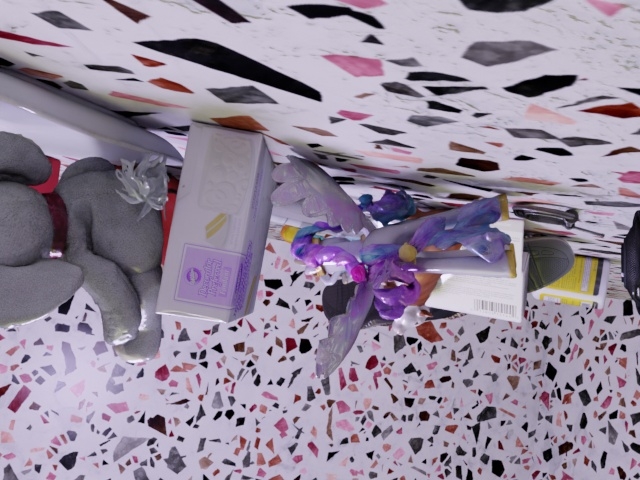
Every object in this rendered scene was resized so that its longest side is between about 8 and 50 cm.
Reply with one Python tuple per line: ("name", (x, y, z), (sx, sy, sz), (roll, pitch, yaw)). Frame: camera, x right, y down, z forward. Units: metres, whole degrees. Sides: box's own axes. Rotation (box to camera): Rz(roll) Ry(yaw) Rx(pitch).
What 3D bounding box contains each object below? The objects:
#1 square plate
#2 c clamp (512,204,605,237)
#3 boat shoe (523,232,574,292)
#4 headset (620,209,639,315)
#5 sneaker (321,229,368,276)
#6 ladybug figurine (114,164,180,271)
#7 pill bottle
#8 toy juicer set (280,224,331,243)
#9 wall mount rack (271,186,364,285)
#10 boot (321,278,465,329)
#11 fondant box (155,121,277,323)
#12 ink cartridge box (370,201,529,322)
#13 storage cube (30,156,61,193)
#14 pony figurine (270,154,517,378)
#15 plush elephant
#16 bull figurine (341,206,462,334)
("square plate", (-0.401, -0.161, 0.924), (0.344, 0.049, 0.347), (9, 176, 26))
("c clamp", (0.364, -0.035, 1.126), (0.137, 0.022, 0.160), (14, 180, 24))
("boat shoe", (0.366, 0.051, 1.510), (0.320, 0.118, 0.103), (-23, -161, 36))
("headset", (0.457, 0.001, 0.832), (0.243, 0.185, 0.394), (1, -173, 43))
("sneaker", (0.146, 0.028, 1.920), (0.365, 0.135, 0.150), (-3, 173, 13))
("ladybug figurine", (-0.312, -0.024, 1.429), (0.305, 0.162, 0.449), (53, -179, 5))
("pill bottle", (0.568, 0.089, 1.734), (0.208, 0.119, 0.119), (9, 176, 19))
("toy juicer set", (0.000, 0.000, 2.240), (0.209, 0.090, 0.329), (27, 176, -32))
("wall mount rack", (-0.098, -0.048, 1.408), (0.350, 0.130, 0.304), (13, -152, -32))
("boot", (0.214, 0.157, 1.950), (0.284, 0.138, 0.377), (0, 171, -41))
("fondant box", (-0.134, -0.012, 1.042), (0.096, 0.238, 0.330), (10, 177, 2))
("ink cartridge box", (0.251, 0.026, 1.422), (0.296, 0.066, 0.261), (9, 132, 22))
("storage cube", (-0.678, -0.093, 1.508), (0.183, 0.215, 0.193), (8, -178, 15))
("pony figurine", (0.094, 0.020, 1.068), (0.363, 0.303, 0.351), (-7, -179, 15))
("plush elephant", (-0.337, 0.001, 0.939), (0.255, 0.272, 0.330), (-4, 153, -20))
("bull figurine", (0.158, 0.055, 1.356), (0.188, 0.310, 0.101), (3, -136, -23))
